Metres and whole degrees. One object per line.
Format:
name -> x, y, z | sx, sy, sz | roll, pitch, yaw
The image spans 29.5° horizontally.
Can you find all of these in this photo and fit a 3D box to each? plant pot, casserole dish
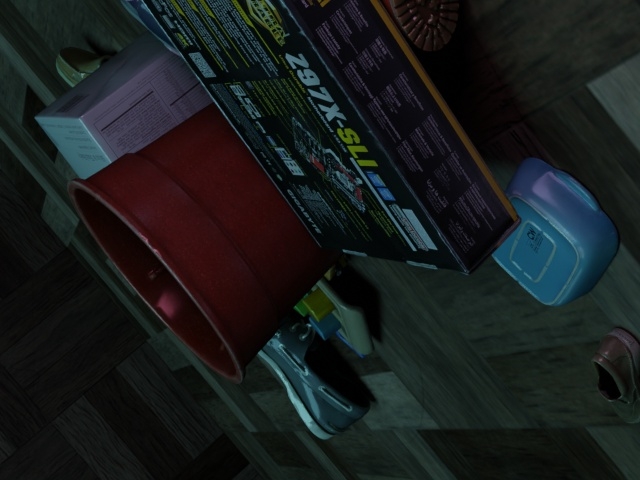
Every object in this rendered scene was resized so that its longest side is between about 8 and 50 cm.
plant pot -> -0.079, -0.038, 1.289 | 0.272, 0.265, 0.272 | 43, 163, 17
casserole dish -> 0.200, 0.000, 1.087 | 0.114, 0.037, 0.188 | 44, 161, 15

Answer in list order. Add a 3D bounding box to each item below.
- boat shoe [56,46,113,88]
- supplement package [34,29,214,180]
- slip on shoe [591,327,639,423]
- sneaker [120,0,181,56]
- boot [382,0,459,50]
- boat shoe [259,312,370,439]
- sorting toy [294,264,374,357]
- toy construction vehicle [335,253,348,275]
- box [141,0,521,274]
boat shoe -> -0.316, -0.245, 1.787 | 0.190, 0.068, 0.072 | 31, 145, 21
supplement package -> -0.176, -0.103, 1.501 | 0.263, 0.198, 0.199 | 56, 161, -21
slip on shoe -> 0.283, 0.138, 1.161 | 0.051, 0.041, 0.135 | 37, 159, 34
sneaker -> -0.217, -0.315, 1.310 | 0.319, 0.112, 0.131 | 50, 162, 5
boot -> 0.054, -0.222, 0.952 | 0.084, 0.059, 0.158 | 19, 137, 64
boat shoe -> -0.032, 0.165, 1.939 | 0.099, 0.116, 0.319 | -28, 98, 28
sorting toy -> -0.015, 0.074, 1.669 | 0.196, 0.047, 0.348 | 43, 168, 23
toy construction vehicle -> 0.000, 0.000, 1.577 | 0.086, 0.035, 0.098 | 39, 166, 39
box -> -0.002, -0.122, 1.044 | 0.322, 0.079, 0.257 | 54, 159, -20
